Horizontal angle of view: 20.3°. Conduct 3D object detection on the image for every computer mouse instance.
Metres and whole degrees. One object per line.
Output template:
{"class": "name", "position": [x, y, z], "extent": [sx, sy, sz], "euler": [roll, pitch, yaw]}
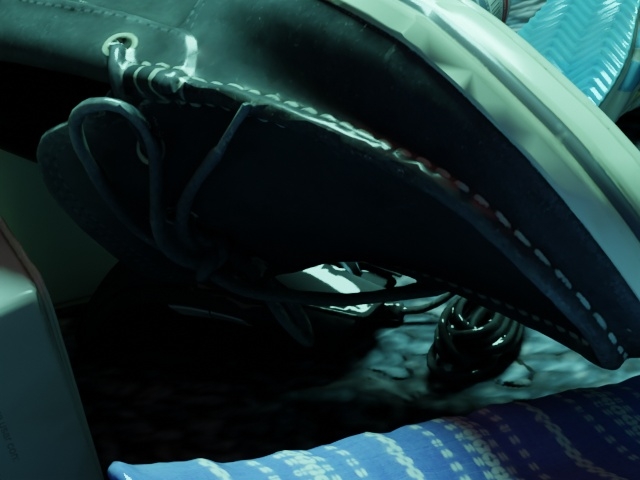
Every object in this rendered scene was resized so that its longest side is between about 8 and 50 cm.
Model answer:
{"class": "computer mouse", "position": [0.000, 0.000, 0.962], "extent": [0.262, 0.060, 0.184], "euler": [0, 30, 28]}

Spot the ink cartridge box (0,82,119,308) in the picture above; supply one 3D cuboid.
{"class": "ink cartridge box", "position": [-0.130, -0.061, 1.077], "extent": [0.127, 0.128, 0.176], "euler": [-16, 25, -1]}

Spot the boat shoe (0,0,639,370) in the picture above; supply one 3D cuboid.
{"class": "boat shoe", "position": [-0.031, -0.045, 0.804], "extent": [0.500, 0.187, 0.156], "euler": [29, 76, 41]}

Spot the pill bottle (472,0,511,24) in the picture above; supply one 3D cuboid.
{"class": "pill bottle", "position": [0.044, -0.130, 1.146], "extent": [0.108, 0.108, 0.180], "euler": [0, 29, 29]}

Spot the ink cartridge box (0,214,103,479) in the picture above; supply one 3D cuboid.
{"class": "ink cartridge box", "position": [-0.267, 0.086, 0.867], "extent": [0.278, 0.117, 0.201], "euler": [-22, 27, -14]}

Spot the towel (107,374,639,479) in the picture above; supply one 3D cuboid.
{"class": "towel", "position": [0.118, 0.103, 0.588], "extent": [0.336, 0.040, 0.243], "euler": [-9, 22, -35]}

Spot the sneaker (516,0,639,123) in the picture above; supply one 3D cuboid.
{"class": "sneaker", "position": [0.167, -0.105, 1.063], "extent": [0.087, 0.092, 0.228], "euler": [8, 53, 36]}
